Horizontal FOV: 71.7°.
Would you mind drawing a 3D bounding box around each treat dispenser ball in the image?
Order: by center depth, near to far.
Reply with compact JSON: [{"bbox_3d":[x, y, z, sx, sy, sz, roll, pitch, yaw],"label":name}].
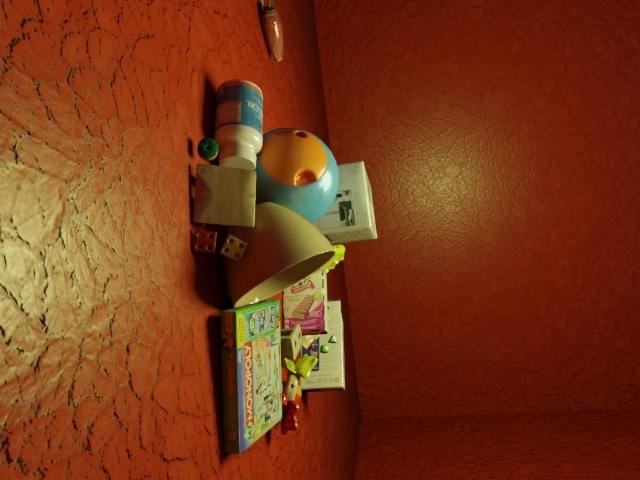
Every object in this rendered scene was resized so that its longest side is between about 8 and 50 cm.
[{"bbox_3d":[-0.091,-0.176,1.274,0.288,0.287,0.289,-6,90,-81],"label":"treat dispenser ball"}]

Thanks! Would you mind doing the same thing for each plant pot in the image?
[{"bbox_3d":[-0.130,0.017,1.109,0.191,0.284,0.284,60,6,10],"label":"plant pot"}]

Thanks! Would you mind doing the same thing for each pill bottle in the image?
[{"bbox_3d":[-0.209,-0.287,1.136,0.124,0.124,0.222,60,25,-68],"label":"pill bottle"}]

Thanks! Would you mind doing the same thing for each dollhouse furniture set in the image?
[{"bbox_3d":[-0.119,0.350,1.267,0.129,0.129,0.184,-44,126,-78],"label":"dollhouse furniture set"}]

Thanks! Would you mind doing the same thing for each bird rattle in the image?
[{"bbox_3d":[-0.091,0.485,1.401,0.207,0.142,0.254,99,-4,-56],"label":"bird rattle"}]

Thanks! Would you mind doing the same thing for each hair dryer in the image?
[{"bbox_3d":[-0.184,-0.873,1.784,0.223,0.079,0.294,2,83,-81],"label":"hair dryer"}]

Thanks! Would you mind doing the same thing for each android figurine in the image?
[{"bbox_3d":[-0.002,0.098,1.821,0.056,0.248,0.272,55,27,19],"label":"android figurine"}]

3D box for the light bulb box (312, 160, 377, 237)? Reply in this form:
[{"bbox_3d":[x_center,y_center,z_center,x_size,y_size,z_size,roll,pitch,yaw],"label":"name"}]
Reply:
[{"bbox_3d":[0.003,-0.104,1.579,0.358,0.360,0.226,32,51,-79],"label":"light bulb box"}]

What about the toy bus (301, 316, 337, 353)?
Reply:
[{"bbox_3d":[-0.054,0.353,1.716,0.104,0.202,0.191,128,-43,-58],"label":"toy bus"}]

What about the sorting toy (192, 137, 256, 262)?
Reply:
[{"bbox_3d":[-0.217,-0.087,0.998,0.046,0.132,0.275,152,-60,-68],"label":"sorting toy"}]

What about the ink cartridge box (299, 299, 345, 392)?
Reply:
[{"bbox_3d":[0.007,0.431,1.833,0.069,0.175,0.371,69,18,-58],"label":"ink cartridge box"}]

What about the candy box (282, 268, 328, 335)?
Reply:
[{"bbox_3d":[-0.056,0.228,1.633,0.071,0.159,0.234,67,19,-64],"label":"candy box"}]

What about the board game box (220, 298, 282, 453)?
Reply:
[{"bbox_3d":[-0.164,0.316,1.086,0.213,0.046,0.318,-1,90,-69],"label":"board game box"}]
